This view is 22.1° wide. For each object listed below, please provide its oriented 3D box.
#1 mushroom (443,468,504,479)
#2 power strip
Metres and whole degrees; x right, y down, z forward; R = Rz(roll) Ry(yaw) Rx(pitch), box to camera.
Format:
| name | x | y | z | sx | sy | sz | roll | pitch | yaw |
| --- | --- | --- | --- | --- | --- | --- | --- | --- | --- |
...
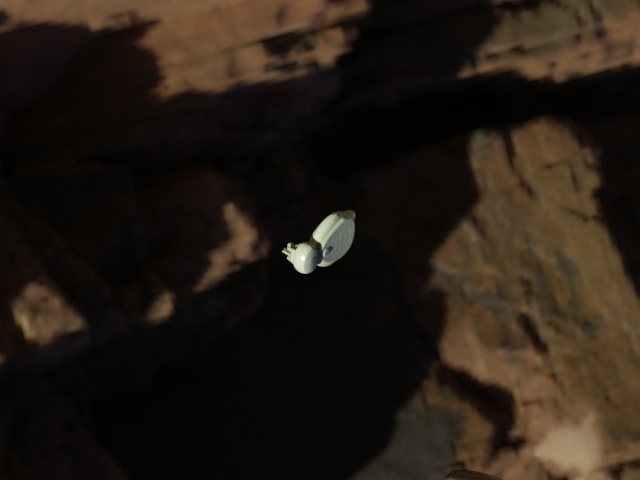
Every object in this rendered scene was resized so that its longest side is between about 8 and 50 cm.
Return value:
| name | x | y | z | sx | sy | sz | roll | pitch | yaw |
| --- | --- | --- | --- | --- | --- | --- | --- | --- | --- |
| mushroom | 0.211 | 0.369 | 1.999 | 0.117 | 0.188 | 0.141 | -12 | -167 | 23 |
| power strip | 0.000 | 0.000 | 1.502 | 0.035 | 0.055 | 0.083 | 27 | -137 | 28 |
